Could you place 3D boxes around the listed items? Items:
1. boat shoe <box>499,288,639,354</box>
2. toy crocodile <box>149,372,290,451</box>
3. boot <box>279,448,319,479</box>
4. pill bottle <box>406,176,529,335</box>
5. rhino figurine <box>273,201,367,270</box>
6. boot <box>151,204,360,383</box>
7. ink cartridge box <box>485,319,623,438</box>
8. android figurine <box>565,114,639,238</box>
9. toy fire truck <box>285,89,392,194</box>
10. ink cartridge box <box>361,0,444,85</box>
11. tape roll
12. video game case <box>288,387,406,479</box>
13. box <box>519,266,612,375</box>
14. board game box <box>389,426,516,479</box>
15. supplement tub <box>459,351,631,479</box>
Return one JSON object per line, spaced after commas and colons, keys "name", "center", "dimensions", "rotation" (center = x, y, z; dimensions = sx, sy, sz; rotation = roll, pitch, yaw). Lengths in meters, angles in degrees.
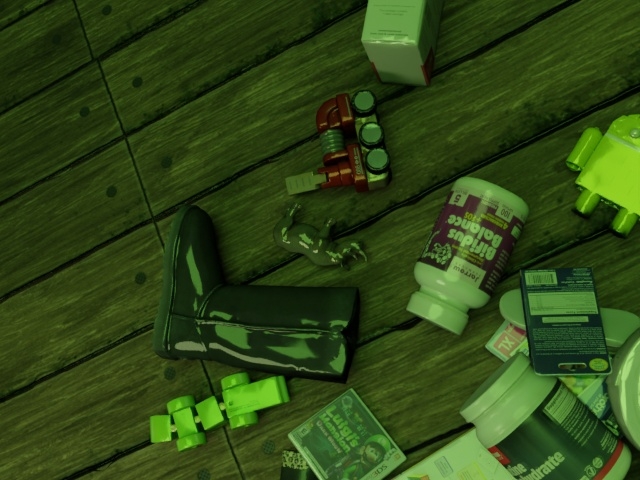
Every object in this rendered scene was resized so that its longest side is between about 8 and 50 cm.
{"name": "boat shoe", "center": [0.479, 0.163, 1.479], "dimensions": [0.268, 0.088, 0.096], "rotation": [8, 55, 13]}
{"name": "toy crocodile", "center": [-0.229, 0.383, 1.712], "dimensions": [0.341, 0.105, 0.115], "rotation": [-23, 72, 6]}
{"name": "boot", "center": [0.008, 0.541, 1.604], "dimensions": [0.237, 0.085, 0.178], "rotation": [5, 76, 17]}
{"name": "pill bottle", "center": [0.296, 0.035, 1.583], "dimensions": [0.169, 0.169, 0.301], "rotation": [24, 86, 21]}
{"name": "rhino figurine", "center": [0.000, 0.000, 1.734], "dimensions": [0.243, 0.073, 0.106], "rotation": [24, 82, 19]}
{"name": "boot", "center": [-0.129, 0.111, 1.708], "dimensions": [0.445, 0.146, 0.366], "rotation": [4, 82, 19]}
{"name": "ink cartridge box", "center": [0.510, 0.237, 1.530], "dimensions": [0.311, 0.065, 0.185], "rotation": [38, 91, 19]}
{"name": "android figurine", "center": [0.643, -0.148, 1.578], "dimensions": [0.248, 0.056, 0.272], "rotation": [34, 91, 21]}
{"name": "toy fire truck", "center": [0.026, -0.202, 1.747], "dimensions": [0.246, 0.158, 0.217], "rotation": [-12, 75, 4]}
{"name": "ink cartridge box", "center": [0.195, -0.530, 1.712], "dimensions": [0.131, 0.226, 0.306], "rotation": [6, 79, 17]}
{"name": "tape roll", "center": [0.650, 0.264, 1.323], "dimensions": [0.286, 0.100, 0.286], "rotation": [-1, 84, 10]}
{"name": "video game case", "center": [0.056, 0.434, 1.609], "dimensions": [0.173, 0.022, 0.190], "rotation": [-33, 68, -19]}
{"name": "box", "center": [0.447, 0.152, 1.412], "dimensions": [0.137, 0.036, 0.225], "rotation": [-2, 53, 7]}
{"name": "board game box", "center": [0.273, 0.540, 1.531], "dimensions": [0.317, 0.064, 0.242], "rotation": [-34, 70, 7]}
{"name": "supplement tub", "center": [0.415, 0.362, 1.427], "dimensions": [0.191, 0.191, 0.272], "rotation": [-46, 79, 3]}
